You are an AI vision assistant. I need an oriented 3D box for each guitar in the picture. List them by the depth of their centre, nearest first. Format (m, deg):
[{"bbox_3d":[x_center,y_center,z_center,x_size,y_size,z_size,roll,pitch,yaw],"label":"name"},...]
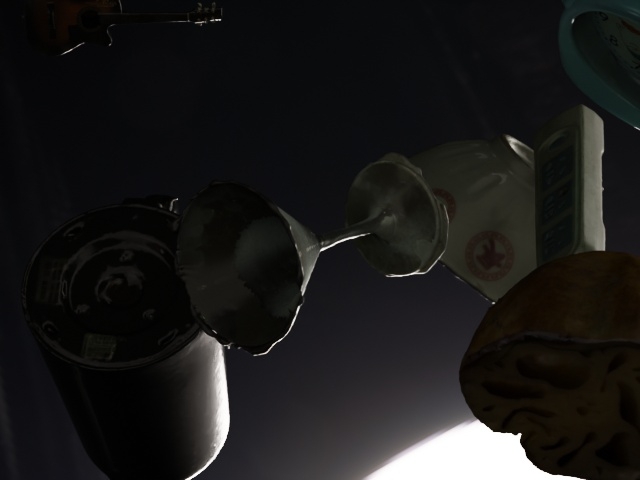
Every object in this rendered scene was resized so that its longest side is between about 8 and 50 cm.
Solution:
[{"bbox_3d":[-0.232,-0.264,1.896,0.025,0.233,0.088,-107,15,-64],"label":"guitar"}]

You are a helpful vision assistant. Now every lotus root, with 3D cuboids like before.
[{"bbox_3d":[0.238,0.096,1.465,0.180,0.199,0.188,-72,-24,-44],"label":"lotus root"}]

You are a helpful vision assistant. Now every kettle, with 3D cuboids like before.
[{"bbox_3d":[-0.210,0.105,1.784,0.308,0.203,0.262,87,161,-56],"label":"kettle"}]

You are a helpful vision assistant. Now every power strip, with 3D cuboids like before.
[{"bbox_3d":[0.283,-0.046,1.840,0.048,0.080,0.286,33,-141,-23],"label":"power strip"}]

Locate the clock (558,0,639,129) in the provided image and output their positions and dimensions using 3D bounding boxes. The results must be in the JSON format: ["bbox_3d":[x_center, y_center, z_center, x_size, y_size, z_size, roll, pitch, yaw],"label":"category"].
[{"bbox_3d":[0.333,-0.183,1.505,0.223,0.094,0.274,33,166,21],"label":"clock"}]

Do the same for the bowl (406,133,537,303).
[{"bbox_3d":[0.250,-0.038,2.162,0.337,0.157,0.337,36,-164,-12],"label":"bowl"}]

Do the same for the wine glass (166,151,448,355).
[{"bbox_3d":[0.000,0.000,1.440,0.232,0.156,0.156,-18,-104,-48],"label":"wine glass"}]
